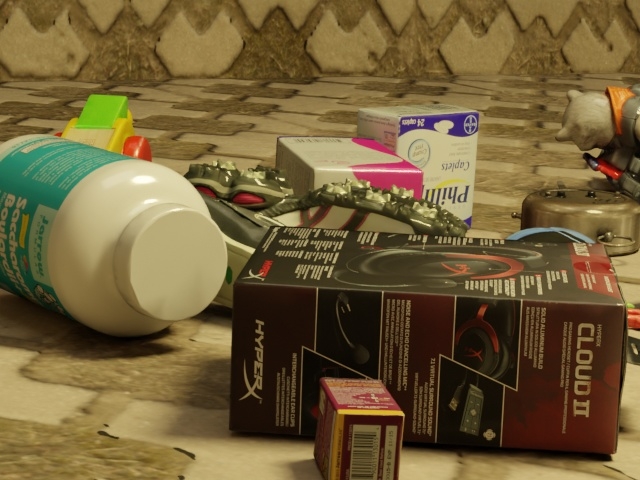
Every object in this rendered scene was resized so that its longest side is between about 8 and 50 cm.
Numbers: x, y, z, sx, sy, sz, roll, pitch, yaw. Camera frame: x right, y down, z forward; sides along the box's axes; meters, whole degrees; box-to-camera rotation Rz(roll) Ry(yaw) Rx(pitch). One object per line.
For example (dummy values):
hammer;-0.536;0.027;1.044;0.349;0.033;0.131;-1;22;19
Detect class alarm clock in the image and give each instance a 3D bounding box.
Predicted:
alarm clock;0.286;-0.018;1.913;0.129;0.064;0.192;0;14;-14

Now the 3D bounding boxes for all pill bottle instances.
pill bottle;-0.186;-0.003;1.493;0.146;0.146;0.264;-5;12;-35

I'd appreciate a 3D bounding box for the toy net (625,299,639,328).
toy net;0.329;0.059;1.542;0.122;0.045;0.232;-2;11;-21

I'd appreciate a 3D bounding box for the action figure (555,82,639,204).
action figure;0.453;-0.130;2.246;0.330;0.178;0.341;10;11;-9

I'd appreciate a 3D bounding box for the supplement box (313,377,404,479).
supplement box;0.023;0.122;1.119;0.043;0.055;0.083;2;11;-9

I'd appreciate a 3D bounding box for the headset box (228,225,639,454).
headset box;0.093;0.066;1.280;0.293;0.110;0.218;3;11;4

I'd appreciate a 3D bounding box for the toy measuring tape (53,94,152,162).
toy measuring tape;-0.253;-0.047;1.933;0.121;0.121;0.330;3;33;6

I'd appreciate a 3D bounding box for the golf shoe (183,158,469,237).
golf shoe;0.000;0.000;1.611;0.273;0.120;0.105;8;6;21

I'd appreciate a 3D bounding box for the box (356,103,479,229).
box;0.105;-0.077;1.965;0.126;0.137;0.072;-7;15;-40

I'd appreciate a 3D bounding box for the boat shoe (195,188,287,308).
boat shoe;-0.072;0.008;1.552;0.233;0.084;0.079;29;34;31

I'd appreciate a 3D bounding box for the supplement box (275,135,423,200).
supplement box;0.024;-0.037;1.809;0.111;0.114;0.220;1;9;-11

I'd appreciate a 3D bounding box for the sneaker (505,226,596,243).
sneaker;0.159;0.043;1.524;0.232;0.081;0.090;-11;18;-26
